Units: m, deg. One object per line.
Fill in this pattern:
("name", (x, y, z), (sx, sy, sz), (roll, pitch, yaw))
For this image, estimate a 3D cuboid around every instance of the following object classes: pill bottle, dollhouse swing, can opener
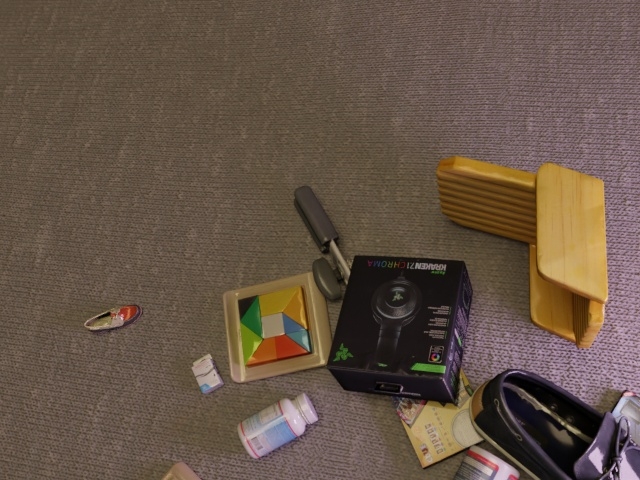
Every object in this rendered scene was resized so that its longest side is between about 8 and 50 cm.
("pill bottle", (0.298, 0.502, 1.444), (0.107, 0.108, 0.180), (28, 78, 21))
("pill bottle", (-0.090, 0.391, 1.586), (0.160, 0.087, 0.087), (-28, 66, 1))
("dollhouse swing", (0.381, 0.029, 1.470), (0.304, 0.347, 0.315), (1, 70, 13))
("can opener", (0.000, 0.000, 1.711), (0.093, 0.074, 0.281), (-17, 64, -15))

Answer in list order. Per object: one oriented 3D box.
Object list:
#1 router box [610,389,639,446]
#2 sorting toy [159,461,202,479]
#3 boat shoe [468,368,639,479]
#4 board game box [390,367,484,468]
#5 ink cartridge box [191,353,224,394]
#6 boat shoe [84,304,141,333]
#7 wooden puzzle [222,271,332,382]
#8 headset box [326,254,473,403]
("router box", (0.627, 0.364, 1.457), (0.122, 0.038, 0.092), (32, 81, 21))
("sorting toy", (-0.272, 0.651, 1.561), (0.307, 0.041, 0.229), (39, 78, 22))
("boat shoe", (0.507, 0.410, 1.379), (0.500, 0.156, 0.187), (34, 56, 19))
("board game box", (0.236, 0.329, 1.559), (0.165, 0.042, 0.243), (-25, 67, 3))
("ink cartridge box", (-0.259, 0.300, 1.691), (0.048, 0.028, 0.083), (-30, 66, 0))
("boat shoe", (-0.495, 0.185, 1.781), (0.136, 0.043, 0.049), (-19, 65, 4))
("wooden puzzle", (-0.100, 0.193, 1.686), (0.238, 0.044, 0.221), (-12, 67, 8))
("headset box", (0.166, 0.187, 1.535), (0.246, 0.131, 0.283), (3, 59, 24))
